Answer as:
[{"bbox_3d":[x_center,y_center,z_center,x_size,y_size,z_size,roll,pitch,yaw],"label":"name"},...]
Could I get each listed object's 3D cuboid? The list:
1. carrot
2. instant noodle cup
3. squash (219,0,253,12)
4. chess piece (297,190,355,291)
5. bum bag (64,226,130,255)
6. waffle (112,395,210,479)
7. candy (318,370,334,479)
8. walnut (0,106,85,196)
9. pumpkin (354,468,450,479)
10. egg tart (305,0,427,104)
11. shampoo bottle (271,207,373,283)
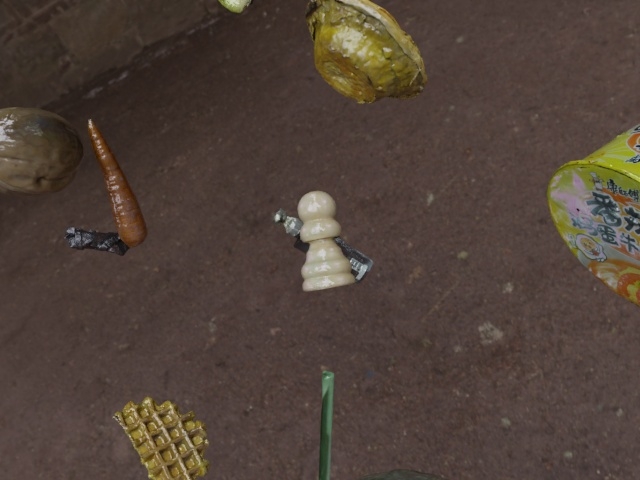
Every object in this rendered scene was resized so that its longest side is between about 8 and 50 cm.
[{"bbox_3d":[-0.327,-0.090,0.975,0.048,0.216,0.048,-14,17,4],"label":"carrot"},{"bbox_3d":[0.471,-0.057,0.817,0.200,0.264,0.264,-39,35,-10],"label":"instant noodle cup"},{"bbox_3d":[-0.144,-0.619,1.243,0.169,0.093,0.252,-79,13,-46],"label":"squash"},{"bbox_3d":[0.000,0.000,1.051,0.094,0.170,0.094,-11,-5,-1],"label":"chess piece"},{"bbox_3d":[-0.437,0.002,1.202,0.125,0.034,0.057,7,44,-20],"label":"bum bag"},{"bbox_3d":[-0.282,0.361,1.065,0.192,0.046,0.160,23,53,1],"label":"waffle"},{"bbox_3d":[0.005,0.403,0.925,0.119,0.439,0.119,3,15,-1],"label":"candy"},{"bbox_3d":[-0.439,-0.131,0.912,0.140,0.140,0.162,-5,10,33],"label":"walnut"},{"bbox_3d":[0.098,0.321,0.397,0.328,0.291,0.257,25,41,11],"label":"pumpkin"},{"bbox_3d":[0.077,-0.370,1.249,0.295,0.295,0.116,25,77,50],"label":"egg tart"},{"bbox_3d":[0.000,0.006,1.161,0.057,0.208,0.063,-60,8,-13],"label":"shampoo bottle"}]
